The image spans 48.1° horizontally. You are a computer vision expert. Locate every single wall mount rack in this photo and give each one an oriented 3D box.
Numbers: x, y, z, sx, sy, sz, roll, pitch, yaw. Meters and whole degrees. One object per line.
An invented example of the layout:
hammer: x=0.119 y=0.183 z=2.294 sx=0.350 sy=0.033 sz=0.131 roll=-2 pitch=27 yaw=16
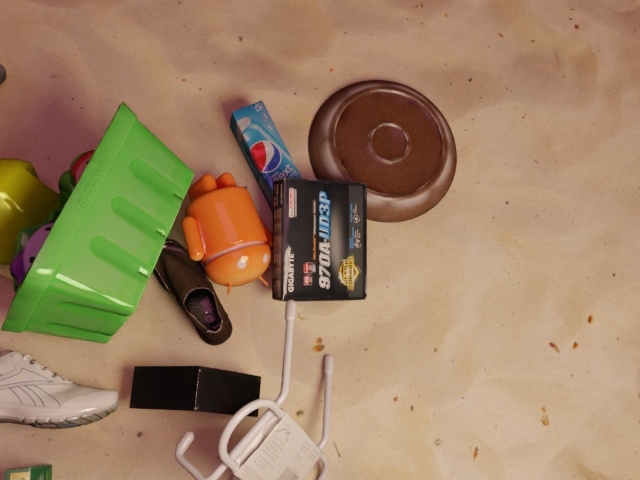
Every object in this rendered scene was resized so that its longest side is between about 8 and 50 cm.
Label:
wall mount rack: x=-0.069 y=0.287 z=1.173 sx=0.130 sy=0.350 sz=0.304 roll=30 pitch=71 yaw=36

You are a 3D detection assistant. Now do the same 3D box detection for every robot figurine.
robot figurine: x=-0.164 y=-0.012 z=1.294 sx=0.128 sy=0.158 sz=0.219 roll=-22 pitch=79 yaw=7

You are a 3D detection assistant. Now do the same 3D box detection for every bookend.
bookend: x=-0.213 y=0.259 z=1.230 sx=0.157 sy=0.156 sz=0.072 roll=-7 pitch=71 yaw=34

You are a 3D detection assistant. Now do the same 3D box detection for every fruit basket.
fruit basket: x=-0.443 y=-0.045 z=1.164 sx=0.392 sy=0.283 sz=0.391 roll=16 pitch=57 yaw=-26

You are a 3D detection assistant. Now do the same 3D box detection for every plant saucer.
plant saucer: x=0.132 y=-0.190 z=1.436 sx=0.311 sy=0.050 sz=0.310 roll=3 pitch=75 yaw=-10

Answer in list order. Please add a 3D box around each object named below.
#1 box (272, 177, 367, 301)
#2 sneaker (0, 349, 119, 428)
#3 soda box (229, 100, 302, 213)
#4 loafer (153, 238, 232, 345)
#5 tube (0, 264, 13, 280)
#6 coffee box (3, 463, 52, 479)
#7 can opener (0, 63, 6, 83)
box: x=0.000 y=0.000 z=1.310 sx=0.175 sy=0.051 sz=0.220 roll=2 pitch=88 yaw=-29
sneaker: x=-0.483 y=0.245 z=1.182 sx=0.297 sy=0.111 sz=0.129 roll=5 pitch=69 yaw=-10
soda box: x=-0.099 y=-0.155 z=1.372 sx=0.067 sy=0.071 sz=0.210 roll=-25 pitch=81 yaw=-16
loafer: x=-0.227 y=0.084 z=1.281 sx=0.080 sy=0.078 sz=0.220 roll=-36 pitch=84 yaw=-17
tube: x=-0.457 y=0.072 z=1.256 sx=0.240 sy=0.070 sz=0.062 roll=30 pitch=112 yaw=3
coffee box: x=-0.449 y=0.403 z=1.101 sx=0.041 sy=0.184 sz=0.113 roll=0 pitch=76 yaw=-11
can opener: x=-0.669 y=-0.243 z=1.256 sx=0.074 sy=0.093 sz=0.280 roll=35 pitch=51 yaw=-1
